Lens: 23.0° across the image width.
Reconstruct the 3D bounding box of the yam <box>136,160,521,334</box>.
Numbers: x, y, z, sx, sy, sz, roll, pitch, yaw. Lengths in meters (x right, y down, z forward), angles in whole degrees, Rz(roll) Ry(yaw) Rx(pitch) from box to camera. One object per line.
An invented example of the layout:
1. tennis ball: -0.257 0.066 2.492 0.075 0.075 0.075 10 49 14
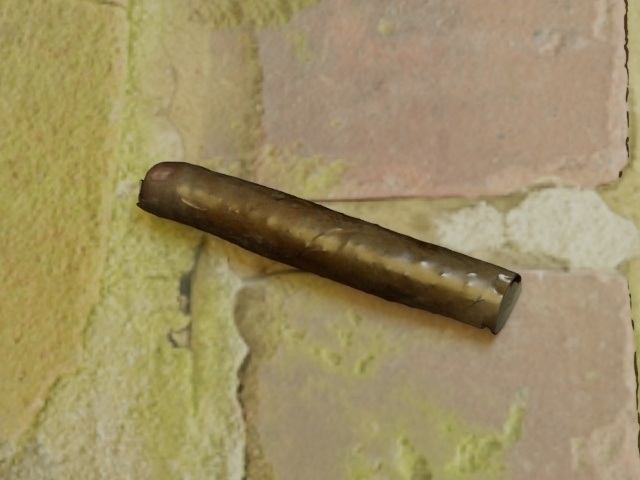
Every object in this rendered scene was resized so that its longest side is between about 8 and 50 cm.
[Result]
1. yam: 0.000 0.000 1.018 0.264 0.046 0.046 19 86 16
